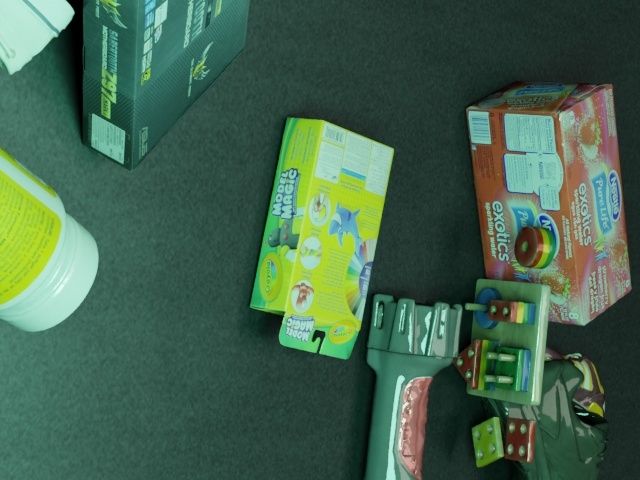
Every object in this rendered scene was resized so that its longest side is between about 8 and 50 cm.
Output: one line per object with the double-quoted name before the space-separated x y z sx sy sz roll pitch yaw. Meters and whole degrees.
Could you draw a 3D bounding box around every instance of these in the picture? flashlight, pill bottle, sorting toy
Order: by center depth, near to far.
"pill bottle" -0.273 -0.017 1.422 0.208 0.119 0.119 42 63 -46
"flashlight" 0.099 0.214 1.939 0.103 0.103 0.304 8 90 -51
"sorting toy" 0.193 0.119 2.033 0.046 0.132 0.274 5 89 -28

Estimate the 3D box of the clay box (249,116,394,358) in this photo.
"clay box" 0.000 0.000 1.822 0.127 0.053 0.222 18 83 -51

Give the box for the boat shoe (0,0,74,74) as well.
"boat shoe" -0.295 -0.218 1.386 0.084 0.095 0.258 -51 127 -4

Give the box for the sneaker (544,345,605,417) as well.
"sneaker" 0.287 0.162 2.209 0.185 0.070 0.084 51 39 -42

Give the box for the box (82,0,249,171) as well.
"box" -0.126 -0.195 1.544 0.183 0.059 0.232 -52 164 -34

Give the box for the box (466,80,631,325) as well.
"box" 0.262 -0.045 2.086 0.123 0.128 0.256 -29 117 -46

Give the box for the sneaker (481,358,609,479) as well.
"sneaker" 0.283 0.264 2.141 0.130 0.109 0.286 -22 120 -9
